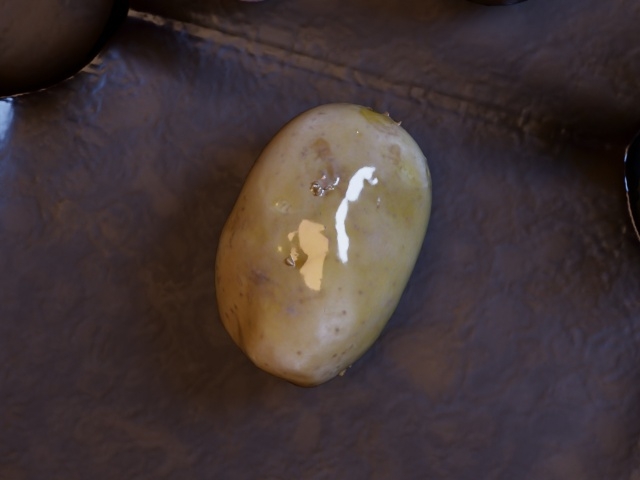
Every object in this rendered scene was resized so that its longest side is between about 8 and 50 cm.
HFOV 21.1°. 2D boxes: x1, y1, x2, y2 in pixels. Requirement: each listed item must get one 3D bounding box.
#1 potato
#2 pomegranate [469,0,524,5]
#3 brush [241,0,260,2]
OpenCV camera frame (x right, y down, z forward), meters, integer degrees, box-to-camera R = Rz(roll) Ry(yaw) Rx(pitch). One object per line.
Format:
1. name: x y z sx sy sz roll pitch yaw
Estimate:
1. potato: 0.000 0.000 1.066 0.118 0.109 0.178 21 87 31
2. pomegranate: 0.106 -0.206 1.049 0.130 0.130 0.130 0 89 10
3. brush: 0.000 -0.257 1.100 0.103 0.047 0.233 31 96 8
